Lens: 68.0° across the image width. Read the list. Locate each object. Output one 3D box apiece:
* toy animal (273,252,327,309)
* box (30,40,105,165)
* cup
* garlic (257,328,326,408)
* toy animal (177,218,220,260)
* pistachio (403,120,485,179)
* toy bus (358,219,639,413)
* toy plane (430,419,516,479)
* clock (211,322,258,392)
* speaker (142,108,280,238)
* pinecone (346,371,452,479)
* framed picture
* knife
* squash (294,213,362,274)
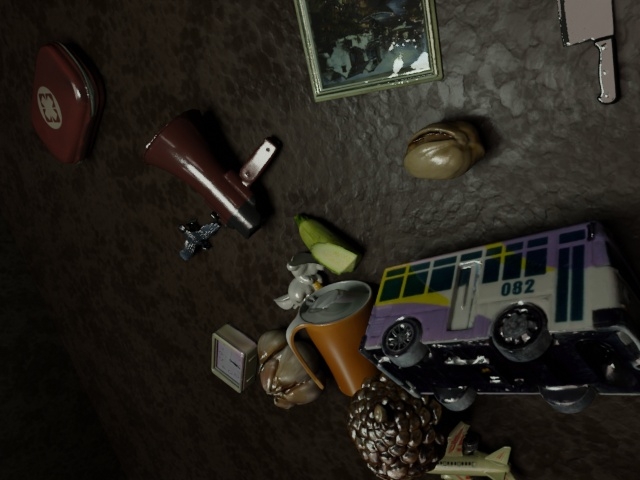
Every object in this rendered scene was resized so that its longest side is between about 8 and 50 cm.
[{"bbox_3d":[-0.042,0.122,1.229,0.127,0.130,0.182,-130,44,-54],"label":"toy animal"},{"bbox_3d":[-0.831,-0.437,1.546,0.263,0.108,0.404,49,133,7],"label":"box"},{"bbox_3d":[0.047,0.241,1.126,0.182,0.226,0.264,32,145,65],"label":"cup"},{"bbox_3d":[-0.077,0.349,1.321,0.160,0.191,0.214,-14,92,17],"label":"garlic"},{"bbox_3d":[-0.377,-0.010,1.433,0.220,0.062,0.108,-34,88,38],"label":"toy animal"},{"bbox_3d":[0.216,-0.159,0.851,0.149,0.113,0.113,-1,113,56],"label":"pistachio"},{"bbox_3d":[0.312,0.134,0.817,0.439,0.250,0.209,-18,129,44],"label":"toy bus"},{"bbox_3d":[0.324,0.516,1.112,0.256,0.104,0.242,-5,112,41],"label":"toy plane"},{"bbox_3d":[-0.283,0.387,1.560,0.146,0.071,0.192,29,127,25],"label":"clock"},{"bbox_3d":[-0.240,-0.190,1.209,0.329,0.198,0.259,39,93,-3],"label":"speaker"},{"bbox_3d":[0.176,0.405,1.035,0.224,0.224,0.273,15,156,33],"label":"pinecone"},{"bbox_3d":[0.076,-0.395,0.891,0.296,0.019,0.233,2,114,39],"label":"framed picture"},{"bbox_3d":[0.385,-0.315,0.685,0.072,0.019,0.246,-2,109,44],"label":"knife"},{"bbox_3d":[-0.001,0.002,1.125,0.200,0.075,0.090,39,157,19],"label":"squash"}]
